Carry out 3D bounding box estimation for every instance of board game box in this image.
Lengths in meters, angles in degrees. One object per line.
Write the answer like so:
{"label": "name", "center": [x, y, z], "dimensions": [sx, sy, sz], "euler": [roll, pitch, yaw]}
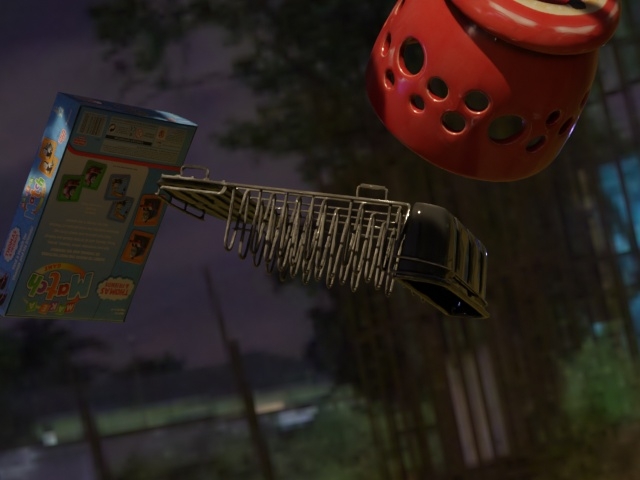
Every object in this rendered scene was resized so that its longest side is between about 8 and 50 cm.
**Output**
{"label": "board game box", "center": [-0.214, -0.026, 1.666], "dimensions": [0.039, 0.211, 0.160], "euler": [29, 13, 36]}

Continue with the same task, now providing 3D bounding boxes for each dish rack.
{"label": "dish rack", "center": [0.000, 0.000, 1.470], "dimensions": [0.272, 0.074, 0.208], "euler": [8, -9, 17]}

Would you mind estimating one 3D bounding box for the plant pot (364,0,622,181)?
{"label": "plant pot", "center": [0.152, -0.173, 1.518], "dimensions": [0.191, 0.191, 0.174], "euler": [-6, -37, -26]}
